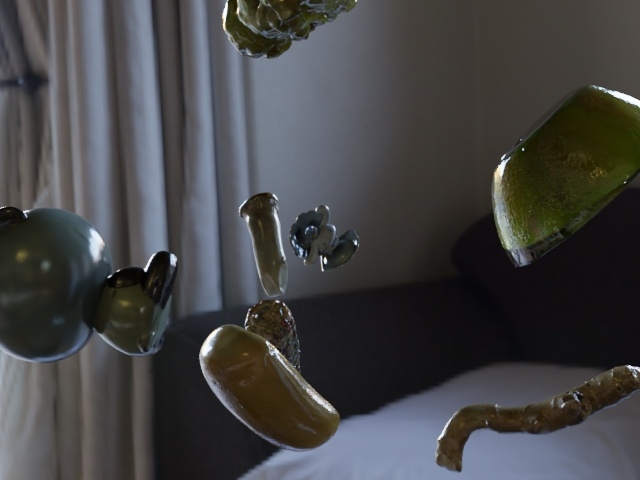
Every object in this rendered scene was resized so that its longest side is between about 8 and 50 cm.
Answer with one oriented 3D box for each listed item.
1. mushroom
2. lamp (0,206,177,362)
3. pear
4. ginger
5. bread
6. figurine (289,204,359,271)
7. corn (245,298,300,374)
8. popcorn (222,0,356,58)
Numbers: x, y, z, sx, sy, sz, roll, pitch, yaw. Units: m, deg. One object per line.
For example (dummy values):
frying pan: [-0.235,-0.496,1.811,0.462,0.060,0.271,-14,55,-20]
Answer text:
mushroom: [-0.108,0.008,2.331,0.084,0.209,0.071,-17,-22,12]
lamp: [-0.305,0.063,1.438,0.244,0.197,0.198,15,1,-3]
pear: [0.448,-0.148,2.180,0.399,0.165,0.399,-44,2,2]
ginger: [0.278,0.222,1.498,0.288,0.075,0.089,-18,2,-1]
bread: [-0.076,0.208,1.595,0.098,0.217,0.147,-48,25,-14]
figurine: [0.000,0.000,1.750,0.086,0.094,0.082,46,-26,-25]
corn: [-0.083,0.203,2.188,0.092,0.092,0.280,-3,-33,4]
popcorn: [-0.043,-0.449,2.137,0.225,0.173,0.286,-18,-12,-27]
